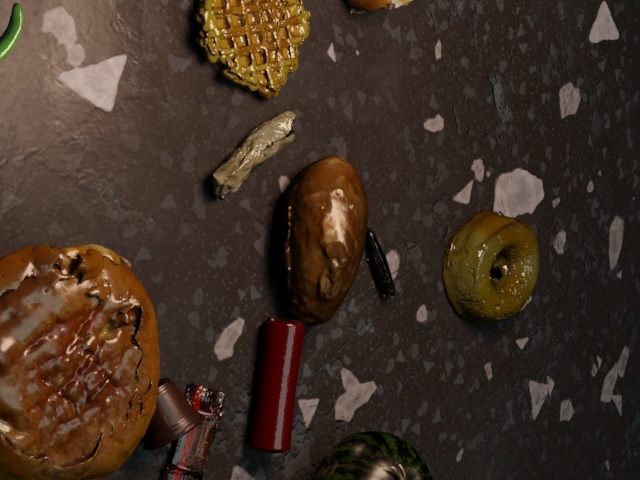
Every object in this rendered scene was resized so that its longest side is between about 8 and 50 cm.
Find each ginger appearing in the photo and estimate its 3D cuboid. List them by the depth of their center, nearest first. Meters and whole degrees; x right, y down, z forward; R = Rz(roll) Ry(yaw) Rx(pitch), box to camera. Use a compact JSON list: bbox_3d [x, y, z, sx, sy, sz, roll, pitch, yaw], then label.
[{"bbox_3d":[0.000,0.000,1.911,0.165,0.172,0.321,10,87,-4],"label":"ginger"}]

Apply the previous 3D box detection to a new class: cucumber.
[{"bbox_3d":[0.115,0.039,2.111,0.039,0.043,0.163,-20,108,2],"label":"cucumber"}]

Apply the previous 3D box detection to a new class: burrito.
[{"bbox_3d":[-0.117,-0.154,1.859,0.229,0.058,0.063,-49,119,-34],"label":"burrito"}]

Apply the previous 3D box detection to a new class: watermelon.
[{"bbox_3d":[0.095,0.499,1.974,0.269,0.269,0.269,-3,95,-44],"label":"watermelon"}]

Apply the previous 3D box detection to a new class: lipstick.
[{"bbox_3d":[-0.079,0.263,1.903,0.080,0.080,0.241,11,85,-44],"label":"lipstick"}]

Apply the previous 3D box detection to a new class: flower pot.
[{"bbox_3d":[-0.261,0.279,1.721,0.111,0.111,0.089,-32,99,-39],"label":"flower pot"}]

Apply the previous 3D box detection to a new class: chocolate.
[{"bbox_3d":[-0.220,0.342,1.806,0.086,0.028,0.182,23,75,-35],"label":"chocolate"}]

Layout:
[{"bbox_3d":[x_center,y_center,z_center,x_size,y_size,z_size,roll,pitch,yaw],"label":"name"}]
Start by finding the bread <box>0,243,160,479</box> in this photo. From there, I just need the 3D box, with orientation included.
[{"bbox_3d":[-0.404,0.176,1.497,0.336,0.204,0.358,-3,98,-47],"label":"bread"}]

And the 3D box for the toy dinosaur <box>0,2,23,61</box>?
[{"bbox_3d":[-0.653,-0.227,1.311,0.374,0.144,0.500,42,60,-24],"label":"toy dinosaur"}]

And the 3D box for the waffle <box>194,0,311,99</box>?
[{"bbox_3d":[-0.116,-0.385,1.850,0.254,0.052,0.245,35,67,-41],"label":"waffle"}]

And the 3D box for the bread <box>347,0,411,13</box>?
[{"bbox_3d":[0.101,-0.560,1.993,0.107,0.136,0.241,-18,106,-42],"label":"bread"}]

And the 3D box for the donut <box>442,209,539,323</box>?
[{"bbox_3d":[0.393,0.060,2.338,0.272,0.107,0.272,-3,94,-42],"label":"donut"}]
